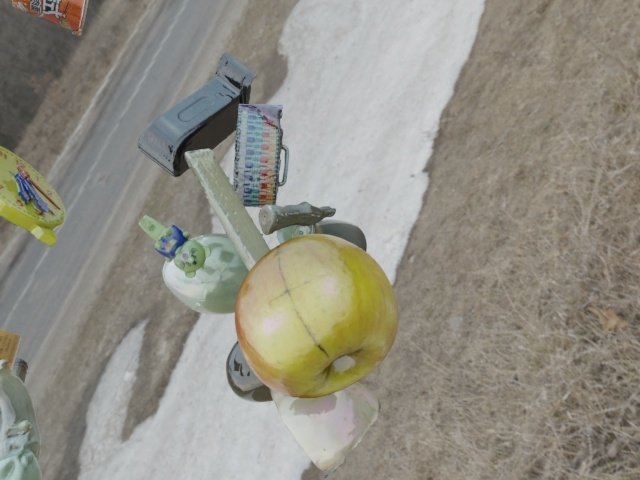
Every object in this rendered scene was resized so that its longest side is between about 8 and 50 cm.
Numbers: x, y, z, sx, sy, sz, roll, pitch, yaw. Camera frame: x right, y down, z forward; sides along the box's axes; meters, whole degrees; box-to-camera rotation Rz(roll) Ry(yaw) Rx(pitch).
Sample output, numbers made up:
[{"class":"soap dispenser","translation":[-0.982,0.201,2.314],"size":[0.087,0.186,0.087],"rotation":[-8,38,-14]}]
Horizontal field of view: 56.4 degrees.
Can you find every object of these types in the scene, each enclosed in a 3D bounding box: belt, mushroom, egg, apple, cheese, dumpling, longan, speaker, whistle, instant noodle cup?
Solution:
[{"class":"belt","translation":[-0.175,-0.242,1.777],"size":[0.207,0.160,0.295],"rotation":[167,107,-83]},{"class":"mushroom","translation":[-0.674,0.397,1.309],"size":[0.099,0.096,0.278],"rotation":[-160,63,-80]},{"class":"egg","translation":[-0.360,0.115,2.027],"size":[0.278,0.335,0.279],"rotation":[176,90,-69]},{"class":"apple","translation":[-0.010,0.124,1.010],"size":[0.286,0.286,0.233],"rotation":[-42,52,19]},{"class":"cheese","translation":[-0.194,-0.047,1.384],"size":[0.034,0.085,0.400],"rotation":[-41,74,36]},{"class":"dumpling","translation":[-0.564,0.469,1.086],"size":[0.104,0.149,0.217],"rotation":[21,81,29]},{"class":"mushroom","translation":[0.011,0.317,1.219],"size":[0.162,0.173,0.236],"rotation":[-37,8,2]},{"class":"longan","translation":[-0.147,0.327,1.567],"size":[0.220,0.197,0.197],"rotation":[-14,46,17]},{"class":"speaker","translation":[-0.383,-0.399,1.881],"size":[0.388,0.180,0.184],"rotation":[-47,-12,-29]},{"class":"whistle","translation":[-0.406,0.010,1.659],"size":[0.105,0.227,0.085],"rotation":[-52,2,4]},{"class":"instant noodle cup","translation":[-0.781,-0.751,1.753],"size":[0.250,0.192,0.251],"rotation":[-170,90,-67]}]

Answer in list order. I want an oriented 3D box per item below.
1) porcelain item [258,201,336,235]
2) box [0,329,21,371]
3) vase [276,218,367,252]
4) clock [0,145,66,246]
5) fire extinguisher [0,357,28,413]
[{"class":"porcelain item","translation":[-0.051,-0.068,1.559],"size":[0.069,0.215,0.081],"rotation":[62,144,29]},{"class":"box","translation":[-0.814,0.339,1.462],"size":[0.174,0.076,0.274],"rotation":[-66,23,-1]},{"class":"vase","translation":[0.000,0.000,1.795],"size":[0.173,0.321,0.173],"rotation":[-6,77,28]},{"class":"clock","translation":[-0.722,-0.134,1.424],"size":[0.071,0.277,0.293],"rotation":[-42,47,5]},{"class":"fire extinguisher","translation":[-0.968,0.467,1.886],"size":[0.106,0.075,0.252],"rotation":[-45,31,8]}]
